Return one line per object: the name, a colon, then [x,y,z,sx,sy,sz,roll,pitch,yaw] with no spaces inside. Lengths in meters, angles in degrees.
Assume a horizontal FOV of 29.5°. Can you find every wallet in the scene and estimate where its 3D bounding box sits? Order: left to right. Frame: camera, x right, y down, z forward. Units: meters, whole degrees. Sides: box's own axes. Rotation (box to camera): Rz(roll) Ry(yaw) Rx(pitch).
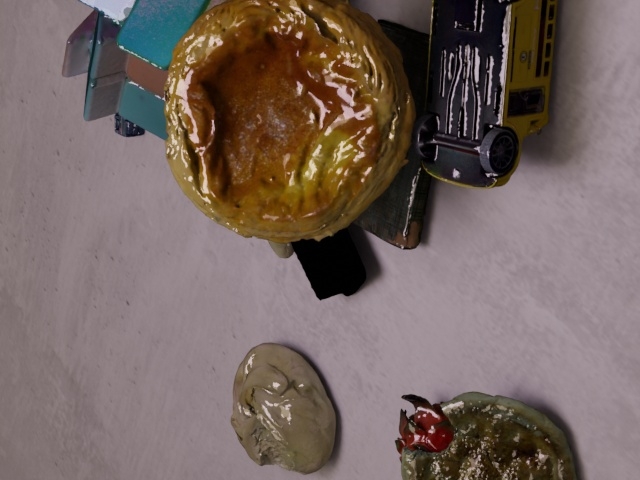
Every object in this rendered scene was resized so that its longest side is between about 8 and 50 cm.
wallet: [0.108,-0.156,1.805,0.169,0.044,0.317,29,120,42]

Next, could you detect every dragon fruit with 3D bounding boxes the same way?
dragon fruit: [0.166,0.304,1.809,0.130,0.121,0.142,-32,51,41]

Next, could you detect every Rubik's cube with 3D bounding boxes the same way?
Rubik's cube: [-0.194,-0.337,1.844,0.387,0.368,0.358,54,148,23]

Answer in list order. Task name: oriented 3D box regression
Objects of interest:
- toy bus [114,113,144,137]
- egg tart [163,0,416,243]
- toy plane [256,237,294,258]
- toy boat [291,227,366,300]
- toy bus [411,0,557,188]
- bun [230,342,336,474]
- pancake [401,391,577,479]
toy bus: [-0.365,-0.281,2.310,0.065,0.047,0.166,22,116,48]
egg tart: [-0.043,-0.170,1.630,0.352,0.150,0.352,2,107,5]
toy plane: [-0.095,-0.107,2.028,0.108,0.092,0.286,160,94,-74]
toy boat: [0.000,0.000,1.930,0.188,0.061,0.116,65,160,12]
toy bus: [0.223,-0.238,1.572,0.145,0.151,0.331,18,112,45]
bun: [-0.078,0.298,2.082,0.237,0.116,0.210,58,136,22]
pancake: [0.239,0.333,1.705,0.253,0.037,0.253,3,101,17]
